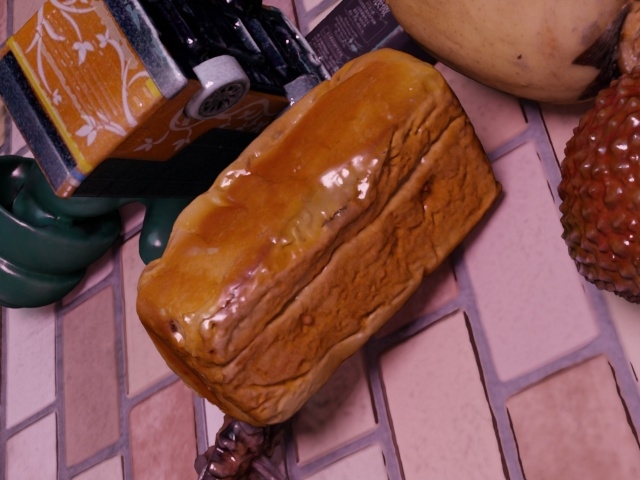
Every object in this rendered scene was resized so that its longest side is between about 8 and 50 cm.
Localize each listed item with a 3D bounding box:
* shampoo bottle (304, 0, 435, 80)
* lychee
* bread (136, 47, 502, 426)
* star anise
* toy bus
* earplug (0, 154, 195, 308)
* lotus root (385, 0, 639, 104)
[{"bbox_3d":[0.039,-0.174,0.979,0.309,0.071,0.098,-42,46,19],"label":"shampoo bottle"},{"bbox_3d":[0.235,-0.039,0.662,0.197,0.165,0.165,-48,42,37],"label":"lychee"},{"bbox_3d":[0.000,0.000,0.812,0.294,0.167,0.132,-45,50,-15],"label":"bread"},{"bbox_3d":[0.011,0.192,0.856,0.227,0.218,0.148,33,56,8],"label":"star anise"},{"bbox_3d":[-0.109,-0.120,0.850,0.167,0.275,0.138,-39,76,23],"label":"toy bus"},{"bbox_3d":[-0.259,-0.013,1.142,0.257,0.164,0.280,43,116,9],"label":"earplug"},{"bbox_3d":[0.134,-0.216,0.824,0.310,0.183,0.183,30,90,35],"label":"lotus root"}]
